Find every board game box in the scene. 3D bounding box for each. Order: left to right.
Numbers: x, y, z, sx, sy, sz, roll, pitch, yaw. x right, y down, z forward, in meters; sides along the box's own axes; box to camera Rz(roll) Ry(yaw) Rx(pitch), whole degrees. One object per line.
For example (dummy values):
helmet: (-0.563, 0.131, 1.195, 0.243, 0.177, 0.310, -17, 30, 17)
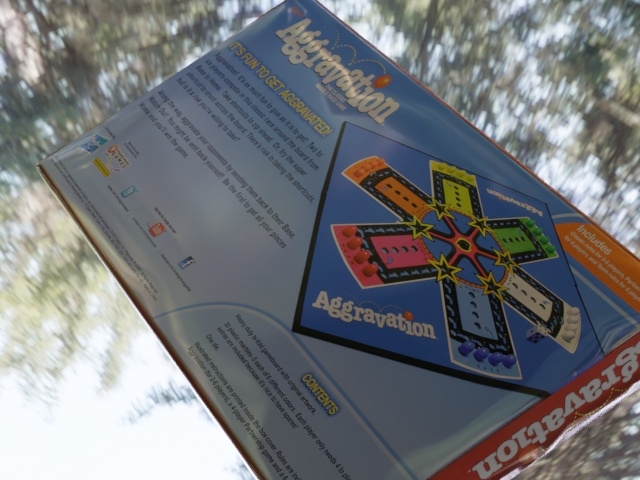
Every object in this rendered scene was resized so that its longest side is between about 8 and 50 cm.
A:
board game box: (0.000, 0.000, 0.628, 0.145, 0.027, 0.281, -35, -141, -7)
